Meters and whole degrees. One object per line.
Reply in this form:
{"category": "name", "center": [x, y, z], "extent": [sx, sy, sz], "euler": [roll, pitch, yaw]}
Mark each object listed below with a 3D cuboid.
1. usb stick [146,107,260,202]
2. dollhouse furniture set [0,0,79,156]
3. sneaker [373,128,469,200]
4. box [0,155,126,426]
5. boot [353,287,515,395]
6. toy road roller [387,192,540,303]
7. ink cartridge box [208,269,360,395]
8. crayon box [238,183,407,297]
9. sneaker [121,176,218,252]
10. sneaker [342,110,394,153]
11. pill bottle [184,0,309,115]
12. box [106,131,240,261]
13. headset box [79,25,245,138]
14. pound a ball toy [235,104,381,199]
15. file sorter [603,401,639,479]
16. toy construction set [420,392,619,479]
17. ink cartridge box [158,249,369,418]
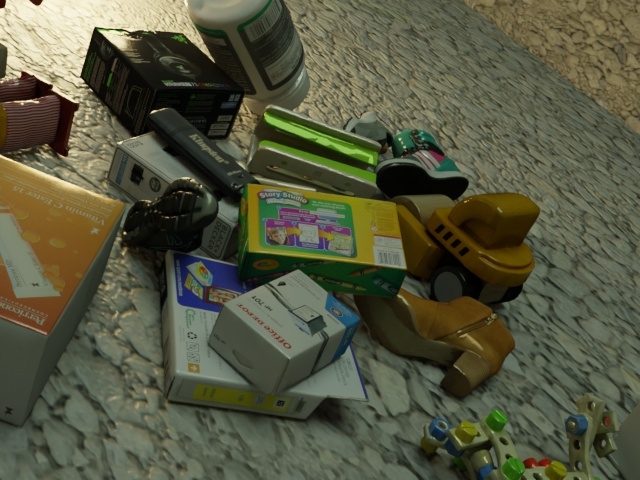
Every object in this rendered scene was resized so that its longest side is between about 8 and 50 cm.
{"category": "usb stick", "center": [-0.222, -0.163, 1.725], "extent": [0.278, 0.045, 0.077], "euler": [41, 32, 25]}
{"category": "dollhouse furniture set", "center": [-0.534, -0.324, 1.600], "extent": [0.152, 0.374, 0.201], "euler": [33, 32, 22]}
{"category": "sneaker", "center": [0.208, -0.190, 2.182], "extent": [0.295, 0.124, 0.178], "euler": [6, 39, -43]}
{"category": "box", "center": [-0.436, 0.055, 1.274], "extent": [0.215, 0.168, 0.345], "euler": [22, 30, -7]}
{"category": "boot", "center": [0.212, 0.142, 1.686], "extent": [0.295, 0.104, 0.211], "euler": [43, 36, 10]}
{"category": "toy road roller", "center": [0.299, -0.024, 1.876], "extent": [0.202, 0.240, 0.329], "euler": [-5, 42, -42]}
{"category": "ink cartridge box", "center": [-0.053, 0.136, 1.393], "extent": [0.139, 0.082, 0.191], "euler": [37, 31, 21]}
{"category": "crayon box", "center": [0.000, 0.000, 1.581], "extent": [0.278, 0.081, 0.165], "euler": [7, 45, -12]}
{"category": "sneaker", "center": [-0.231, -0.036, 1.529], "extent": [0.106, 0.267, 0.101], "euler": [24, 70, -32]}
{"category": "sneaker", "center": [0.104, -0.239, 2.217], "extent": [0.108, 0.100, 0.271], "euler": [37, 31, 9]}
{"category": "pill bottle", "center": [-0.153, -0.454, 2.089], "extent": [0.204, 0.361, 0.204], "euler": [-7, 59, 13]}
{"category": "box", "center": [-0.239, -0.093, 1.736], "extent": [0.290, 0.087, 0.169], "euler": [33, 31, 15]}
{"category": "headset box", "center": [-0.352, -0.349, 2.012], "extent": [0.246, 0.131, 0.283], "euler": [-8, 43, -45]}
{"category": "pound a ball toy", "center": [-0.044, -0.144, 1.955], "extent": [0.319, 0.136, 0.208], "euler": [17, 56, -14]}
{"category": "file sorter", "center": [0.662, 0.393, 1.545], "extent": [0.173, 0.193, 0.277], "euler": [7, 35, -33]}
{"category": "toy construction set", "center": [0.337, 0.349, 1.430], "extent": [0.328, 0.151, 0.215], "euler": [-5, 40, -25]}
{"category": "ink cartridge box", "center": [-0.102, 0.153, 1.476], "extent": [0.307, 0.072, 0.303], "euler": [15, 30, -21]}
